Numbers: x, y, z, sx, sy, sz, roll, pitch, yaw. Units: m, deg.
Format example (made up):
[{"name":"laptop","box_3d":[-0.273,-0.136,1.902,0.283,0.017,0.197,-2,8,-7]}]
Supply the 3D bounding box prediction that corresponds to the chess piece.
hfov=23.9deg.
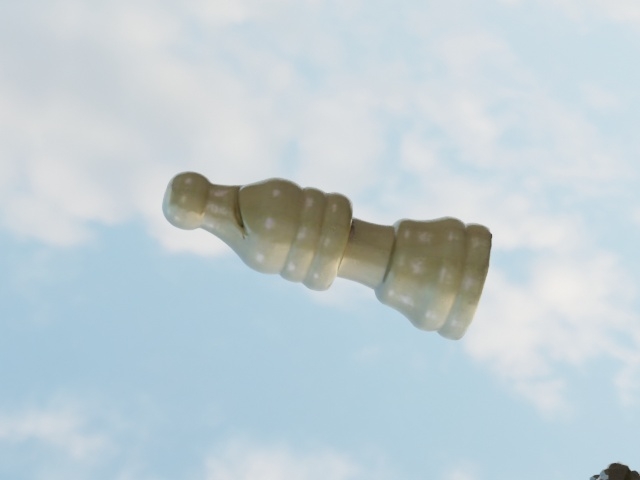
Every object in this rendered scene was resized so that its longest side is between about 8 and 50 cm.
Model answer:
[{"name":"chess piece","box_3d":[0.000,0.000,0.430,0.092,0.035,0.035,16,-149,-6]}]

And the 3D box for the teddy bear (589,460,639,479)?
[{"name":"teddy bear","box_3d":[0.154,0.212,0.767,0.177,0.190,0.140,32,167,-22]}]
